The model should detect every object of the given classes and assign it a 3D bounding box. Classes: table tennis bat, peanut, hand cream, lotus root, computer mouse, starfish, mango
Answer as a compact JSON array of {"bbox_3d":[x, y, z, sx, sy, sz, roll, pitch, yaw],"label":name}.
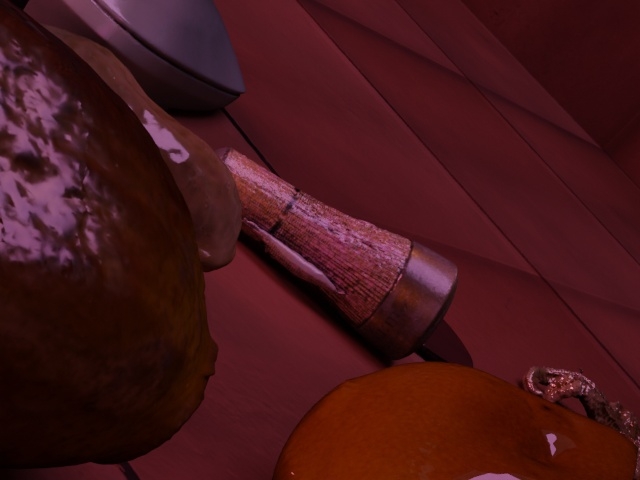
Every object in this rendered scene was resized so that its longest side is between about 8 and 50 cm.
[{"bbox_3d":[0.065,0.059,1.382,0.158,0.014,0.095,31,21,-42],"label":"table tennis bat"},{"bbox_3d":[-0.131,-0.059,1.072,0.214,0.099,0.099,39,16,-13],"label":"peanut"},{"bbox_3d":[0.000,0.000,1.270,0.203,0.084,0.084,35,17,-9],"label":"hand cream"},{"bbox_3d":[-0.173,-0.008,0.721,0.291,0.193,0.193,31,19,-28],"label":"lotus root"},{"bbox_3d":[-0.137,-0.182,1.374,0.159,0.097,0.288,44,16,14],"label":"computer mouse"},{"bbox_3d":[0.261,0.165,1.507,0.209,0.053,0.150,40,20,-14],"label":"starfish"},{"bbox_3d":[0.056,0.145,0.920,0.166,0.136,0.236,30,19,7],"label":"mango"}]

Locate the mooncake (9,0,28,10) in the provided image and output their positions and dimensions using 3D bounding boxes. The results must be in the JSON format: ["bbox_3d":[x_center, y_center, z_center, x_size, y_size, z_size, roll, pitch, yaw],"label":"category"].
[{"bbox_3d":[-0.260,-0.211,1.000,0.245,0.133,0.245,16,21,-7],"label":"mooncake"}]
